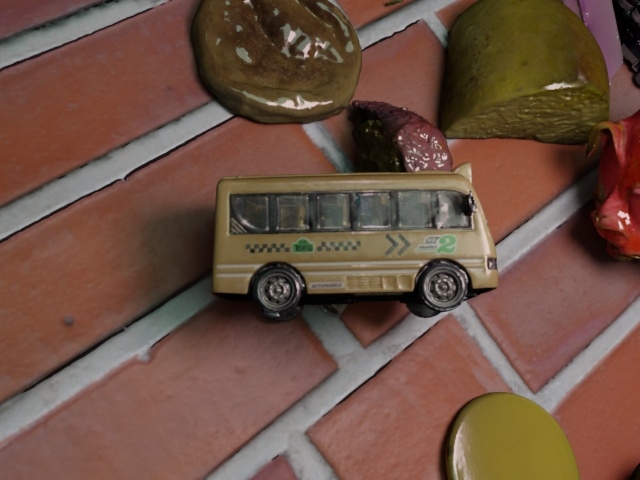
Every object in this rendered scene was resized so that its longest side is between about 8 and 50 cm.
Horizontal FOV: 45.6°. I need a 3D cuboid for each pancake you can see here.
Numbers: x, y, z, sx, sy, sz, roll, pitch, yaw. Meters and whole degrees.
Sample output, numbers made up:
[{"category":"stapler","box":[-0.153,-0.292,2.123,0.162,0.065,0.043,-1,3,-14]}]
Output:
[{"category":"pancake","box":[-0.065,-0.311,1.231,0.294,0.049,0.295,7,69,-18]}]

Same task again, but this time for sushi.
[{"category":"sushi","box":[0.123,-0.139,1.174,0.107,0.161,0.241,-5,73,-22]}]

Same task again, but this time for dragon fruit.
[{"category":"dragon fruit","box":[0.569,-0.097,1.292,0.305,0.225,0.306,50,30,-43]}]

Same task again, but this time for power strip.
[{"category":"power strip","box":[0.510,-0.422,1.430,0.109,0.037,0.279,-45,124,-28]}]

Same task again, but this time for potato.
[{"category":"potato","box":[0.376,-0.333,1.323,0.330,0.213,0.280,1,70,-23]}]

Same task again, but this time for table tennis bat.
[{"category":"table tennis bat","box":[0.304,0.401,1.103,0.224,0.054,0.369,-6,68,-25]}]

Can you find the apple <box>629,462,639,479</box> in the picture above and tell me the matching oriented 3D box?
[{"category":"apple","box":[0.561,0.395,1.130,0.196,0.196,0.157,59,26,7]}]

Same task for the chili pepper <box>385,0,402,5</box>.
[{"category":"chili pepper","box":[0.192,-0.545,1.417,0.122,0.065,0.279,10,65,-8]}]

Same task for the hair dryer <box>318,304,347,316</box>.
[{"category":"hair dryer","box":[-0.006,0.005,1.143,0.183,0.044,0.155,35,60,0]}]

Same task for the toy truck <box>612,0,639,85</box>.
[{"category":"toy truck","box":[0.644,-0.417,1.523,0.216,0.110,0.116,49,50,3]}]

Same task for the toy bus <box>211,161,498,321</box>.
[{"category":"toy bus","box":[0.042,0.005,1.013,0.365,0.177,0.202,-1,81,-1]}]
